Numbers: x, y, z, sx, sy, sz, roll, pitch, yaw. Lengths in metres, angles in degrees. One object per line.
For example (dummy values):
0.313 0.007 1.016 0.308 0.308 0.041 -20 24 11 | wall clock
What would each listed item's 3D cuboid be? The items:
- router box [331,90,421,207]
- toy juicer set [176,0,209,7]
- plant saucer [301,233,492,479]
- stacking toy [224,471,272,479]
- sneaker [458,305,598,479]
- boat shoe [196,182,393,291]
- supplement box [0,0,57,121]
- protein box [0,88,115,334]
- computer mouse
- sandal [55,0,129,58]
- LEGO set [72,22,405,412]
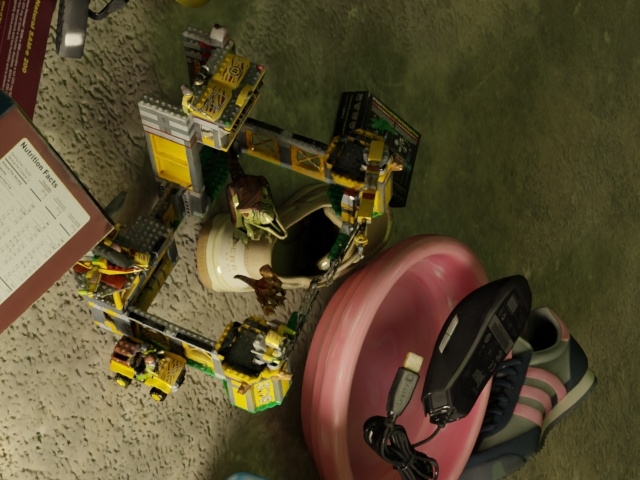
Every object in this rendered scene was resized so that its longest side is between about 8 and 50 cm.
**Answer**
0.060 -0.101 1.770 0.122 0.038 0.092 35 64 -50 | router box
-0.068 -0.361 1.552 0.329 0.089 0.209 -30 98 -47 | toy juicer set
0.081 0.153 1.747 0.332 0.084 0.332 -21 116 -52 | plant saucer
-0.006 0.339 1.621 0.302 0.165 0.175 21 90 -64 | stacking toy
0.233 0.196 1.994 0.319 0.112 0.131 -38 105 -51 | sneaker
0.000 0.000 1.636 0.302 0.098 0.109 -11 101 -55 | boat shoe
-0.315 -0.166 1.204 0.239 0.073 0.130 24 72 -52 | supplement box
-0.291 -0.023 1.071 0.201 0.200 0.136 -44 137 -11 | protein box
0.125 0.129 1.680 0.262 0.060 0.184 -60 148 -7 | computer mouse
-0.174 -0.254 1.331 0.097 0.054 0.255 110 -7 -50 | sandal
-0.078 -0.033 1.387 0.331 0.255 0.192 -53 160 -24 | LEGO set
